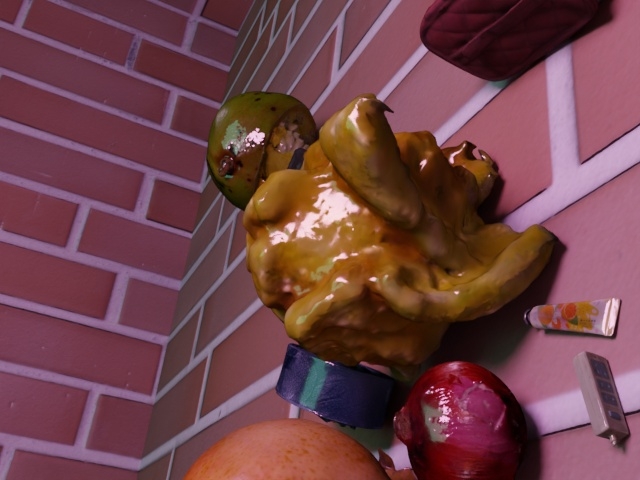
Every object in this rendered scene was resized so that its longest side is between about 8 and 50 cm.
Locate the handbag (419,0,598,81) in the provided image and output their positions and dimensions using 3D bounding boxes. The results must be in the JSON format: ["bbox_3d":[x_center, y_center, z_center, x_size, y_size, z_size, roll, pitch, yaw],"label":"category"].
[{"bbox_3d":[0.216,-0.285,0.795,0.225,0.146,0.135,-24,45,66],"label":"handbag"}]

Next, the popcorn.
[{"bbox_3d":[0.076,0.013,0.759,0.321,0.325,0.290,1,-76,-67],"label":"popcorn"}]

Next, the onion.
[{"bbox_3d":[0.130,0.176,0.655,0.131,0.131,0.131,-54,26,42],"label":"onion"}]

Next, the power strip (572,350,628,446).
[{"bbox_3d":[0.227,0.127,0.570,0.017,0.027,0.083,-54,28,41],"label":"power strip"}]

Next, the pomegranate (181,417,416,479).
[{"bbox_3d":[-0.026,0.333,0.727,0.319,0.319,0.319,-54,26,42],"label":"pomegranate"}]

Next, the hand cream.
[{"bbox_3d":[0.226,0.069,0.638,0.102,0.022,0.035,-13,53,63],"label":"hand cream"}]

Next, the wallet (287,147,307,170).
[{"bbox_3d":[0.000,0.000,1.168,0.323,0.041,0.247,36,110,50],"label":"wallet"}]

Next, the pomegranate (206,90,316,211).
[{"bbox_3d":[-0.108,-0.193,1.502,0.260,0.260,0.340,-64,-9,22],"label":"pomegranate"}]

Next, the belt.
[{"bbox_3d":[0.016,0.192,0.923,0.190,0.141,0.082,1,72,71],"label":"belt"}]
